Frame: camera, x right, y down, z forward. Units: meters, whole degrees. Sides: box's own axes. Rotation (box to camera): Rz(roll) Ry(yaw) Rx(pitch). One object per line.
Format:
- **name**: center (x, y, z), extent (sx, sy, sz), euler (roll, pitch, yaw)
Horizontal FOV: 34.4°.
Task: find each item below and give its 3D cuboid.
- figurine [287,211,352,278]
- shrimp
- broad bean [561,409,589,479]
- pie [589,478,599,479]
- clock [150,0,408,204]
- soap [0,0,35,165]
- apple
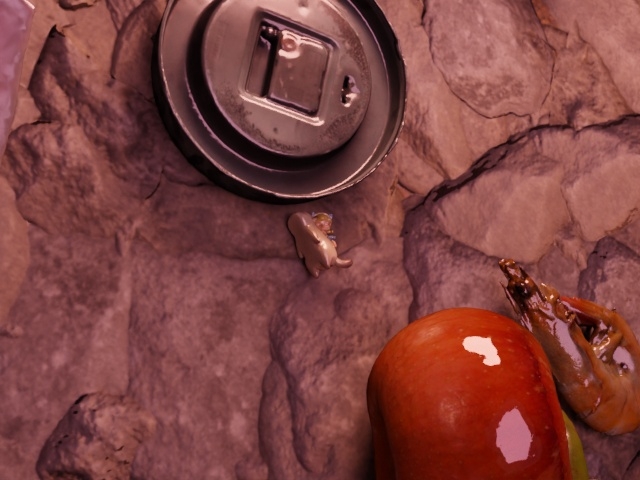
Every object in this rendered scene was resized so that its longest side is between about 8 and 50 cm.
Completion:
- **figurine**: center (0.000, 0.000, 1.193), extent (0.051, 0.047, 0.083), euler (-18, 80, -42)
- **shrimp**: center (0.330, 0.118, 1.309), extent (0.152, 0.063, 0.287), euler (-42, 101, -29)
- **broad bean**: center (0.278, 0.339, 1.168), extent (0.077, 0.061, 0.339), euler (-5, 60, 2)
- **pie**: center (0.313, 0.453, 1.221), extent (0.338, 0.075, 0.337), euler (7, 74, -25)
- **clock**: center (-0.046, -0.193, 1.198), extent (0.313, 0.061, 0.312), euler (6, 76, -24)
- **soap**: center (-0.350, -0.046, 0.894), extent (0.107, 0.296, 0.285), euler (15, 74, -22)
- **apple**: center (0.157, 0.209, 1.109), extent (0.206, 0.251, 0.271), euler (-8, 92, 1)
